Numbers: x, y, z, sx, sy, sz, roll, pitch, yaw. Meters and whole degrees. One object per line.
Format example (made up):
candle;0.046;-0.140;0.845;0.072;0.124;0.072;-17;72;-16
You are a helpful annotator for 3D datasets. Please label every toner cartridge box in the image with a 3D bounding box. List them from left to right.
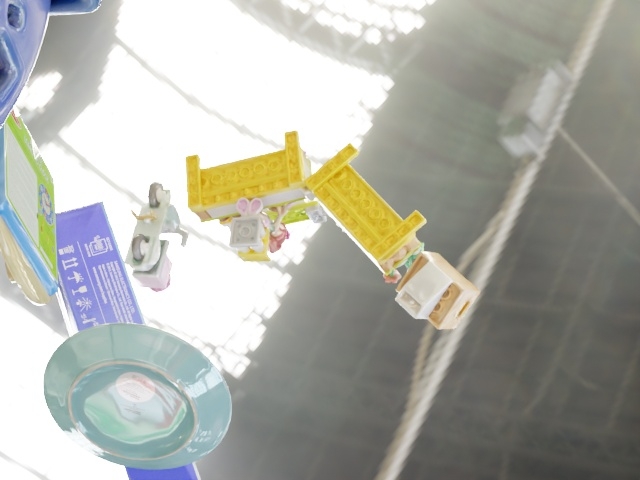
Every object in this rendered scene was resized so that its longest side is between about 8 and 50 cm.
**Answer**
toner cartridge box;-0.223;0.146;1.630;0.075;0.165;0.348;-17;-111;-13

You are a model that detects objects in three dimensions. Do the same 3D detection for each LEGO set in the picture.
LEGO set;0.000;0.000;1.121;0.287;0.107;0.132;9;-111;22

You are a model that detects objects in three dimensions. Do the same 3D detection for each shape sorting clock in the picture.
shape sorting clock;-0.272;-0.042;1.285;0.040;0.206;0.206;-12;-144;4

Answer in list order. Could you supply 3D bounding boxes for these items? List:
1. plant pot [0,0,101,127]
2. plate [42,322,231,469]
plant pot;-0.262;-0.175;0.765;0.236;0.236;0.212;5;-141;29
plate;-0.180;0.160;1.420;0.188;0.188;0.024;-32;-155;27
